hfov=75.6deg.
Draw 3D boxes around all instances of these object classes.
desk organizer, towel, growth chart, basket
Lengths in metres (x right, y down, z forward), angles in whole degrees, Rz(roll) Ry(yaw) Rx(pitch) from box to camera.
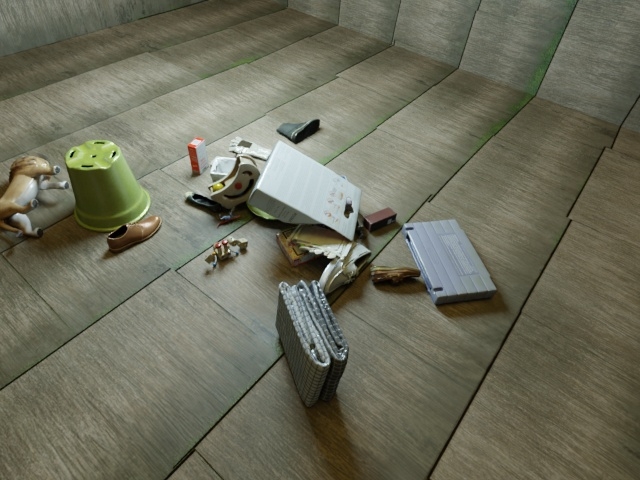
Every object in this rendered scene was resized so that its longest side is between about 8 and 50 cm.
[{"bbox_3d":[0.235,-0.084,1.636,0.130,0.047,0.050,-22,50,-24],"label":"desk organizer"},{"bbox_3d":[-0.028,0.275,1.144,0.121,0.235,0.284,-11,50,-20],"label":"towel"},{"bbox_3d":[0.000,0.000,1.453,0.237,0.021,0.172,18,37,19],"label":"growth chart"},{"bbox_3d":[-0.360,-0.267,1.713,0.167,0.103,0.113,5,47,0],"label":"basket"}]

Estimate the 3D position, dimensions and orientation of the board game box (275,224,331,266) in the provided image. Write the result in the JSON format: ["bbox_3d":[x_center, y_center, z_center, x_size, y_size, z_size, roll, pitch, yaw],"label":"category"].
[{"bbox_3d":[-0.048,0.004,1.525,0.193,0.045,0.147,-18,51,-22],"label":"board game box"}]

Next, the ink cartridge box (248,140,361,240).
[{"bbox_3d":[-0.041,-0.167,1.525,0.385,0.091,0.308,29,43,-14],"label":"ink cartridge box"}]

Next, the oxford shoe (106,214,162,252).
[{"bbox_3d":[-0.666,-0.039,1.488,0.076,0.076,0.212,30,49,23],"label":"oxford shoe"}]

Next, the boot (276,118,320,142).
[{"bbox_3d":[-0.109,-0.569,2.048,0.137,0.077,0.198,30,50,28],"label":"boot"}]

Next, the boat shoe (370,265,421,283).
[{"bbox_3d":[0.261,0.123,1.440,0.178,0.064,0.060,1,77,-2],"label":"boat shoe"}]

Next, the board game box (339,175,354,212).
[{"bbox_3d":[-0.019,-0.197,1.674,0.305,0.053,0.193,2,45,-20],"label":"board game box"}]

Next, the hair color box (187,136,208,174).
[{"bbox_3d":[-0.520,-0.358,1.756,0.043,0.141,0.072,18,47,12],"label":"hair color box"}]

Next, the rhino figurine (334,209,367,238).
[{"bbox_3d":[0.065,-0.081,1.564,0.243,0.073,0.106,13,40,-19],"label":"rhino figurine"}]

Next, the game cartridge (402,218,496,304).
[{"bbox_3d":[0.461,0.068,1.508,0.230,0.068,0.355,-2,47,-13],"label":"game cartridge"}]

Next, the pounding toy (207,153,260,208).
[{"bbox_3d":[-0.293,-0.217,1.565,0.269,0.154,0.155,-28,45,1],"label":"pounding toy"}]

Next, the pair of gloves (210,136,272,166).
[{"bbox_3d":[-0.354,-0.378,1.861,0.204,0.042,0.240,22,49,14],"label":"pair of gloves"}]

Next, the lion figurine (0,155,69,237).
[{"bbox_3d":[-1.102,-0.169,1.528,0.240,0.142,0.392,3,50,8],"label":"lion figurine"}]

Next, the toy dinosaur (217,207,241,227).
[{"bbox_3d":[-0.352,-0.086,1.601,0.082,0.047,0.090,11,87,-17],"label":"toy dinosaur"}]

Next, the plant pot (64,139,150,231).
[{"bbox_3d":[-0.798,-0.215,1.518,0.276,0.254,0.276,2,47,-2],"label":"plant pot"}]

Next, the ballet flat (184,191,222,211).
[{"bbox_3d":[-0.464,-0.162,1.639,0.173,0.049,0.057,21,50,14],"label":"ballet flat"}]

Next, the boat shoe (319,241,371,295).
[{"bbox_3d":[0.088,0.104,1.418,0.088,0.096,0.267,24,41,23],"label":"boat shoe"}]

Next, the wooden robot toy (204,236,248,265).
[{"bbox_3d":[-0.350,0.020,1.469,0.173,0.076,0.079,-30,45,-29],"label":"wooden robot toy"}]

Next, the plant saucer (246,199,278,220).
[{"bbox_3d":[-0.181,-0.157,1.671,0.241,0.037,0.241,4,46,-4],"label":"plant saucer"}]
